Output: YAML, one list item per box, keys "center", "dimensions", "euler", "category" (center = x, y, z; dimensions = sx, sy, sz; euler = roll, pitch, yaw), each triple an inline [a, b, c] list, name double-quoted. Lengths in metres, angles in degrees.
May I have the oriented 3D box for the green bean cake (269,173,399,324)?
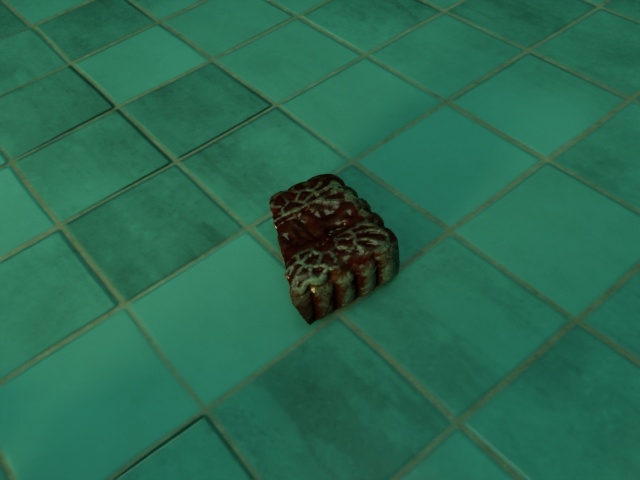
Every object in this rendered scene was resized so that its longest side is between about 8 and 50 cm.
- center: [0.000, 0.000, 1.071]
  dimensions: [0.199, 0.097, 0.232]
  euler: [-24, 50, -14]
  category: "green bean cake"
